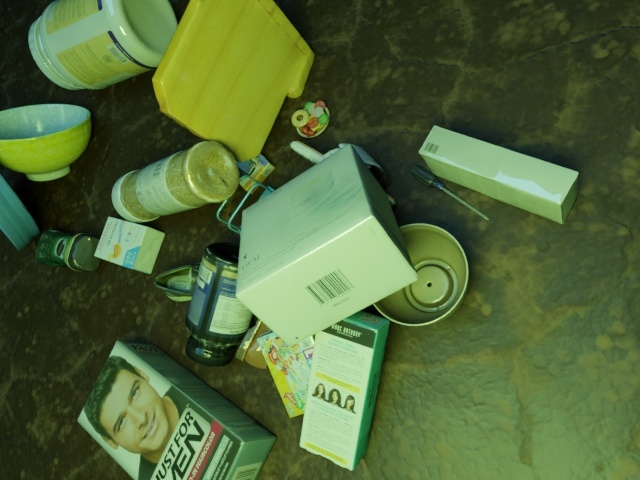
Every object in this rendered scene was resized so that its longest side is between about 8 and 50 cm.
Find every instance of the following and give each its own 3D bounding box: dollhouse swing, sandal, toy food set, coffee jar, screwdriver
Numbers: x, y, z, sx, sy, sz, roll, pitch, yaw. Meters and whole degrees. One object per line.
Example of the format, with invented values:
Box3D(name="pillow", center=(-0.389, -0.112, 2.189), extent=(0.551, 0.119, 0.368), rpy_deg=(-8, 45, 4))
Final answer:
Box3D(name="dollhouse swing", center=(-0.232, -0.390, 1.020), extent=(0.315, 0.347, 0.304), rpy_deg=(38, 94, 32))
Box3D(name="sandal", center=(0.045, -0.154, 0.944), extent=(0.265, 0.102, 0.076), rpy_deg=(37, 95, 34))
Box3D(name="toy food set", center=(-0.018, -0.260, 1.057), extent=(0.083, 0.020, 0.083), rpy_deg=(-36, 61, 13))
Box3D(name="coffee jar", center=(-0.636, 0.027, 1.257), extent=(0.185, 0.079, 0.096), rpy_deg=(6, 77, 32))
Box3D(name="screwdriver", center=(0.229, -0.084, 0.878), extent=(0.170, 0.025, 0.024), rpy_deg=(40, 94, 22))

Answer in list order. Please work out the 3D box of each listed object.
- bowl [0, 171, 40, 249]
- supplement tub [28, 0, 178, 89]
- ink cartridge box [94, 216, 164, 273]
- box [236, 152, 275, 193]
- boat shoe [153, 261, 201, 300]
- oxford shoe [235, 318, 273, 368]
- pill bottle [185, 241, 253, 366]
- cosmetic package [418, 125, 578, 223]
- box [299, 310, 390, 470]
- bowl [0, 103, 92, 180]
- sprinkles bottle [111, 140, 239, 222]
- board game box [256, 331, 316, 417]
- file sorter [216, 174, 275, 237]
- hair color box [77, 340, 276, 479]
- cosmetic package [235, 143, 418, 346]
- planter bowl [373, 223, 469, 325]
Box3D(name="bowl", center=(-0.880, -0.151, 1.293), extent=(0.391, 0.390, 0.077), rpy_deg=(34, 59, 31))
Box3D(name="supplement tub", center=(-0.573, -0.543, 1.311), extent=(0.332, 0.241, 0.240), rpy_deg=(-8, 71, 26))
Box3D(name="ink cartridge box", center=(-0.472, 0.007, 1.189), extent=(0.182, 0.062, 0.104), rpy_deg=(12, 81, 31))
Box3D(name="box", center=(-0.169, -0.176, 1.107), extent=(0.081, 0.028, 0.136), rpy_deg=(-47, 61, 8))
Box3D(name="boat shoe", center=(-0.253, 0.085, 1.042), extent=(0.224, 0.073, 0.080), rpy_deg=(-10, 70, 25))
Box3D(name="oxford shoe", center=(-0.080, 0.146, 0.946), extent=(0.076, 0.076, 0.212), rpy_deg=(26, 91, 7))
Box3D(name="pill bottle", center=(-0.187, 0.124, 0.947), extent=(0.123, 0.123, 0.219), rpy_deg=(27, 106, 32))
Box3D(name="cosmetic package", center=(0.288, -0.110, 0.805), extent=(0.239, 0.099, 0.060), rpy_deg=(28, 86, 31))
Box3D(name="box", center=(0.037, 0.232, 0.795), extent=(0.101, 0.060, 0.244), rpy_deg=(15, 105, 25))
Box3D(name="bowl", center=(-0.765, -0.257, 1.355), extent=(0.290, 0.290, 0.155), rpy_deg=(23, 129, 31))
Box3D(name="sprinkles bottle", center=(-0.320, -0.115, 1.052), extent=(0.356, 0.121, 0.121), rpy_deg=(-7, 70, 46))
Box3D(name="board game box", center=(-0.037, 0.226, 0.879), extent=(0.104, 0.026, 0.154), rpy_deg=(-25, 87, 19))
Box3D(name="file sorter", center=(-0.105, -0.038, 0.985), extent=(0.170, 0.104, 0.118), rpy_deg=(36, 92, 32))
Box3D(name="hair color box", center=(-0.286, 0.362, 0.951), extent=(0.375, 0.114, 0.185), rpy_deg=(24, 87, 32))
Box3D(name="cosmetic package", center=(0.000, 0.000, 0.767), extent=(0.224, 0.138, 0.224), rpy_deg=(-31, 32, 15))
Box3D(name="planter bowl", center=(0.168, 0.064, 0.806), extent=(0.162, 0.109, 0.161), rpy_deg=(-8, 71, 25))
